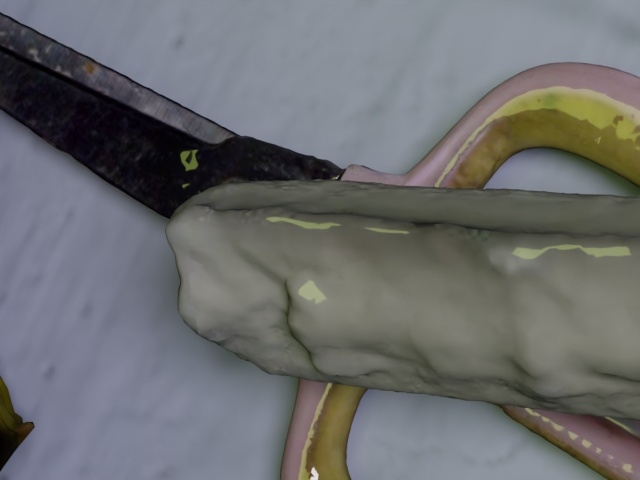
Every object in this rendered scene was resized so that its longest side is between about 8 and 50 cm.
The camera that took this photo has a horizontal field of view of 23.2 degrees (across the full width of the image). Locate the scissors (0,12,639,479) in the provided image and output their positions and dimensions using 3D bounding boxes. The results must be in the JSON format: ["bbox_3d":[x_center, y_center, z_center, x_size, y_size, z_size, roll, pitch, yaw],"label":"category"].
[{"bbox_3d":[0.000,0.000,0.418,0.317,0.024,0.160,31,96,24],"label":"scissors"}]

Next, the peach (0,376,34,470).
[{"bbox_3d":[-0.239,0.014,0.369,0.380,0.306,0.242,-18,87,25],"label":"peach"}]

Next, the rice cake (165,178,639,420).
[{"bbox_3d":[0.087,0.015,0.333,0.256,0.057,0.052,4,83,23],"label":"rice cake"}]
